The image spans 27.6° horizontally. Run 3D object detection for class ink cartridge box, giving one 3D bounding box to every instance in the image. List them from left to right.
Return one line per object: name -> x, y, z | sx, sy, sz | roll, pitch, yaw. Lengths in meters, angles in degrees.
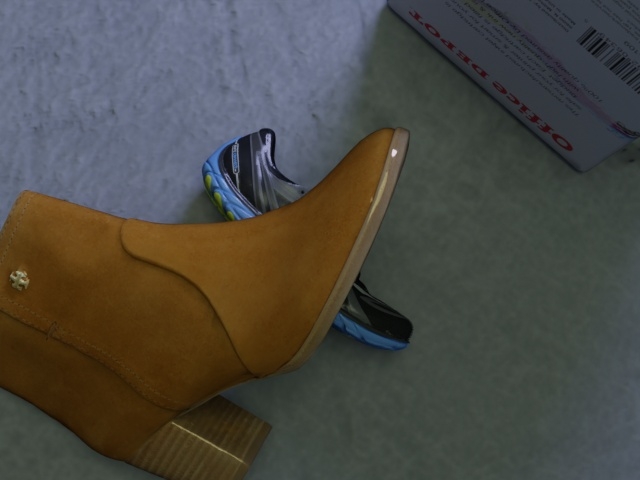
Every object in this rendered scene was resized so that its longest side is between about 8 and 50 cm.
ink cartridge box -> 0.195, -0.201, 0.839 | 0.198, 0.270, 0.197 | 41, 78, 0

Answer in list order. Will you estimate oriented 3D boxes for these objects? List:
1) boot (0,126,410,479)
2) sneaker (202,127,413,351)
boot -> -0.092, 0.015, 0.812 | 0.211, 0.104, 0.295 | 30, 112, 1
sneaker -> 0.000, 0.000, 0.890 | 0.078, 0.067, 0.188 | -41, 85, -4
